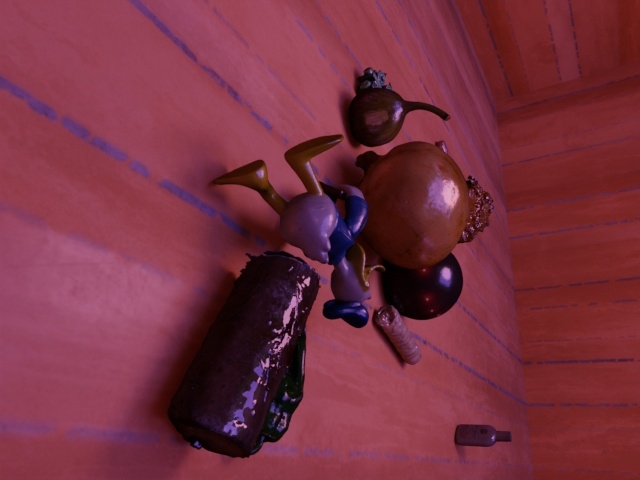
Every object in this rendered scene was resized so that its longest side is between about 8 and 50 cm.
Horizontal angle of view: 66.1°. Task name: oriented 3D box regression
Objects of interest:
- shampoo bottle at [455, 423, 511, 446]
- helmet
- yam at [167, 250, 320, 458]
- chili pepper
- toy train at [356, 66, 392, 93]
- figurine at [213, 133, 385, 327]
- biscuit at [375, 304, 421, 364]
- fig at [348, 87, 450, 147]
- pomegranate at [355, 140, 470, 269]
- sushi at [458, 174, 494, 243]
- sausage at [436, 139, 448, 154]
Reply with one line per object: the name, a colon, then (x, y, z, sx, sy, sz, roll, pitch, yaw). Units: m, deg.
shampoo bottle: (0.508, 0.610, 1.536, 0.080, 0.165, 0.040, -46, 121, -55)
helmet: (0.264, 0.106, 1.270, 0.216, 0.193, 0.189, -33, 116, -13)
yam: (-0.097, 0.142, 0.667, 0.131, 0.131, 0.279, 59, 38, -33)
chili pepper: (-0.066, 0.203, 0.762, 0.100, 0.074, 0.256, 46, 38, -40)
toy train: (0.155, -0.381, 1.338, 0.170, 0.071, 0.111, 55, 45, -36)
figurine: (0.000, 0.000, 0.851, 0.283, 0.205, 0.338, -67, 138, -72)
biscuit: (0.198, 0.242, 1.225, 0.061, 0.055, 0.219, -48, 128, -19)
fig: (0.187, -0.306, 1.190, 0.149, 0.245, 0.149, 5, 84, -59)
pomegranate: (0.215, -0.078, 1.140, 0.307, 0.308, 0.307, 27, 58, -55)
sushi: (0.421, -0.110, 1.583, 0.349, 0.208, 0.234, -33, 113, -54)
sausage: (0.491, -0.300, 1.929, 0.043, 0.043, 0.186, -25, 103, -60)
